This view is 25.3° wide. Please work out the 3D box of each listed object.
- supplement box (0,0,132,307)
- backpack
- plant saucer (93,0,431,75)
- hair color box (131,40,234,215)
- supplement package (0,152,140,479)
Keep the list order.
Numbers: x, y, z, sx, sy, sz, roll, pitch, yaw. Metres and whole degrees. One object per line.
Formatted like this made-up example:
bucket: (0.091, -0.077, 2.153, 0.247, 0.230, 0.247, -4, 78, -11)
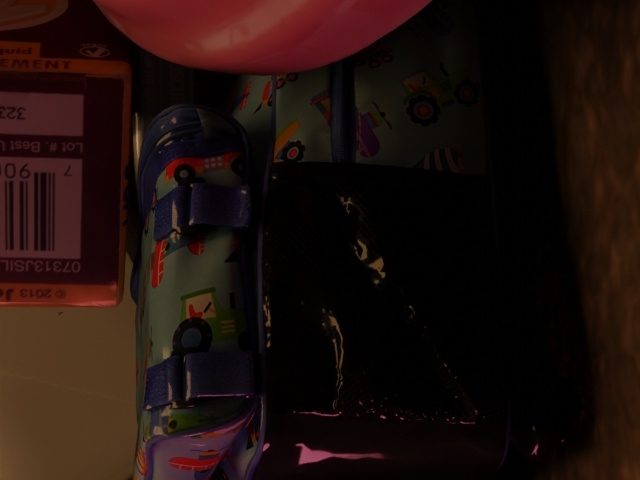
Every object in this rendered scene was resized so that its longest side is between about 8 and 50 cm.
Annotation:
supplement box: (-0.119, -0.056, 0.496, 0.188, 0.104, 0.081, -107, 21, -62)
backpack: (0.000, 0.000, 0.447, 0.158, 0.117, 0.173, 112, 158, -66)
plant saucer: (-0.028, -0.209, 0.343, 0.332, 0.084, 0.332, -9, 80, 59)
hair color box: (-0.049, -0.162, 0.737, 0.374, 0.113, 0.185, -114, 24, -67)
supplement package: (-0.111, 0.066, 0.664, 0.194, 0.149, 0.203, 60, -175, 26)
